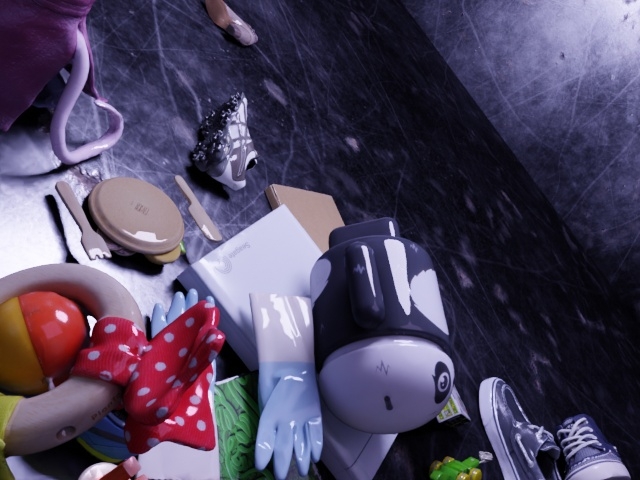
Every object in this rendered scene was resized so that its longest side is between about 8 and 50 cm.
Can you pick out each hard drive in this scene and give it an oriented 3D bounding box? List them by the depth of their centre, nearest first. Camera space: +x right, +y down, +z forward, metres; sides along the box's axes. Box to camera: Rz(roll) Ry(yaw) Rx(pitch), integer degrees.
[{"bbox_3d":[-0.010,0.133,0.866,0.353,0.047,0.233,52,36,-1],"label":"hard drive"}]

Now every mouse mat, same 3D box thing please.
[{"bbox_3d":[-0.075,0.241,0.685,0.153,0.007,0.189,-9,64,-40],"label":"mouse mat"}]

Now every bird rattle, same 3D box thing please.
[{"bbox_3d":[-0.203,0.092,0.468,0.207,0.254,0.143,51,-15,34],"label":"bird rattle"}]

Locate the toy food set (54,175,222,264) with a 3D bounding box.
[{"bbox_3d":[-0.228,-0.024,0.769,0.192,0.038,0.132,-9,59,-51],"label":"toy food set"}]

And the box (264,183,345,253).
[{"bbox_3d":[0.000,0.000,1.061,0.164,0.021,0.201,7,53,-50],"label":"box"}]

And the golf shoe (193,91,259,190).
[{"bbox_3d":[-0.142,-0.157,0.993,0.094,0.077,0.198,46,36,-32],"label":"golf shoe"}]

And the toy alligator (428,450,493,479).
[{"bbox_3d":[0.217,0.366,0.954,0.190,0.056,0.051,10,92,-51],"label":"toy alligator"}]

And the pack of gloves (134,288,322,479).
[{"bbox_3d":[-0.100,0.163,0.704,0.195,0.046,0.232,7,50,-16],"label":"pack of gloves"}]

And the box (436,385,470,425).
[{"bbox_3d":[0.192,0.235,0.982,0.114,0.036,0.207,67,8,24],"label":"box"}]

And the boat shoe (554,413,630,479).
[{"bbox_3d":[0.506,0.416,1.204,0.340,0.127,0.158,42,21,-54],"label":"boat shoe"}]

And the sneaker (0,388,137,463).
[{"bbox_3d":[-0.231,0.122,0.562,0.209,0.082,0.069,41,34,-16],"label":"sneaker"}]

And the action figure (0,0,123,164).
[{"bbox_3d":[-0.271,-0.262,0.617,0.275,0.370,0.248,48,31,-11],"label":"action figure"}]

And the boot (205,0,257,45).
[{"bbox_3d":[-0.180,-0.450,1.273,0.118,0.042,0.087,58,24,6],"label":"boot"}]

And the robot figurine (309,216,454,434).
[{"bbox_3d":[0.077,0.105,0.797,0.209,0.173,0.278,21,46,-30],"label":"robot figurine"}]

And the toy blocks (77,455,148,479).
[{"bbox_3d":[-0.157,0.228,0.483,0.054,0.148,0.123,24,41,-40],"label":"toy blocks"}]

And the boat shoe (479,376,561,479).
[{"bbox_3d":[0.372,0.373,1.100,0.108,0.102,0.301,29,38,-35],"label":"boat shoe"}]
